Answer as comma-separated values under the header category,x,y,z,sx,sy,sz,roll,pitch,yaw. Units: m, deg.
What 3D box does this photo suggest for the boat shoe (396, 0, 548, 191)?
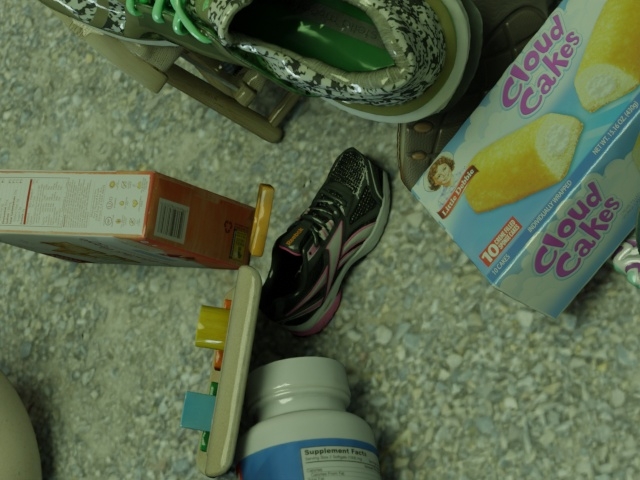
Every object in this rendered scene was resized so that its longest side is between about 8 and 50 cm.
category,x,y,z,sx,sy,sz,roll,pitch,yaw
boat shoe,0.131,-0.196,1.578,0.116,0.123,0.324,-146,70,-69

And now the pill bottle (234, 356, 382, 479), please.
category,x,y,z,sx,sy,sz,roll,pitch,yaw
pill bottle,-0.008,0.217,1.545,0.124,0.124,0.221,-24,61,28

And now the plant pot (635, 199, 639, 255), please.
category,x,y,z,sx,sy,sz,roll,pitch,yaw
plant pot,0.445,-0.018,1.189,0.334,0.341,0.341,41,103,26

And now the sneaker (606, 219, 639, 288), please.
category,x,y,z,sx,sy,sz,roll,pitch,yaw
sneaker,0.267,0.003,1.463,0.098,0.038,0.069,39,102,35

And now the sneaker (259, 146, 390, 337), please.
category,x,y,z,sx,sy,sz,roll,pitch,yaw
sneaker,0.000,0.000,1.627,0.072,0.077,0.178,21,90,35

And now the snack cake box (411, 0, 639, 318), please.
category,x,y,z,sx,sy,sz,roll,pitch,yaw
snack cake box,0.211,-0.088,1.475,0.264,0.089,0.152,-52,42,12

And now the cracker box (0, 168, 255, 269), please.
category,x,y,z,sx,sy,sz,roll,pitch,yaw
cracker box,-0.200,-0.019,1.723,0.232,0.156,0.067,3,80,36

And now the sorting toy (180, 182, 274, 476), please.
category,x,y,z,sx,sy,sz,roll,pitch,yaw
sorting toy,-0.094,0.116,1.611,0.047,0.196,0.347,10,82,-6

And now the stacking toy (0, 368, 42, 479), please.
category,x,y,z,sx,sy,sz,roll,pitch,yaw
stacking toy,-0.532,0.244,1.852,0.480,0.351,0.350,-2,76,54

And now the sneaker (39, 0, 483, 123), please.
category,x,y,z,sx,sy,sz,roll,pitch,yaw
sneaker,-0.076,-0.204,1.447,0.410,0.182,0.158,17,100,9

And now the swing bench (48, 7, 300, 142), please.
category,x,y,z,sx,sy,sz,roll,pitch,yaw
swing bench,-0.080,-0.257,1.637,0.253,0.255,0.165,-51,56,13
